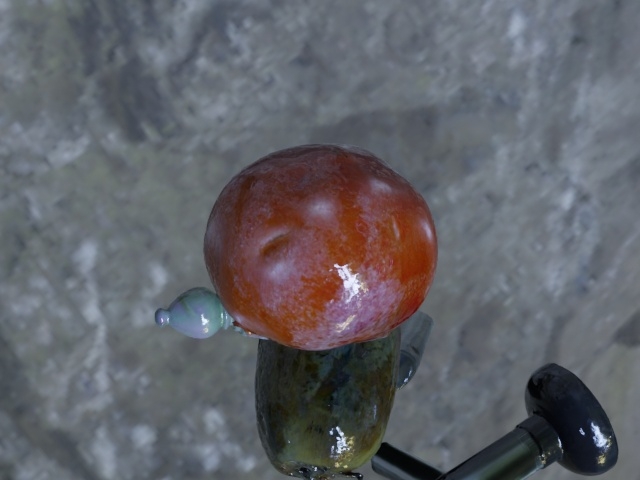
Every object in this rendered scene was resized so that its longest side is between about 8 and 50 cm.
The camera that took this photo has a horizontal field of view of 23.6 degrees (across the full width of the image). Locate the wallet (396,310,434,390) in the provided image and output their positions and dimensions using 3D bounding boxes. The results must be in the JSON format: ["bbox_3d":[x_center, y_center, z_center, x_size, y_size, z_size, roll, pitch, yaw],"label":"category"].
[{"bbox_3d":[0.041,0.193,2.231,0.083,0.252,0.360,63,-170,-1],"label":"wallet"}]

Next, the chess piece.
[{"bbox_3d":[-0.090,0.087,2.065,0.139,0.272,0.139,174,90,-77],"label":"chess piece"}]

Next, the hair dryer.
[{"bbox_3d":[0.181,0.263,2.003,0.284,0.320,0.155,49,163,58],"label":"hair dryer"}]

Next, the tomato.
[{"bbox_3d":[0.003,0.001,1.496,0.232,0.232,0.188,16,117,44],"label":"tomato"}]

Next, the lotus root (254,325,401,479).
[{"bbox_3d":[0.009,0.133,1.737,0.160,0.275,0.152,9,157,-6],"label":"lotus root"}]
